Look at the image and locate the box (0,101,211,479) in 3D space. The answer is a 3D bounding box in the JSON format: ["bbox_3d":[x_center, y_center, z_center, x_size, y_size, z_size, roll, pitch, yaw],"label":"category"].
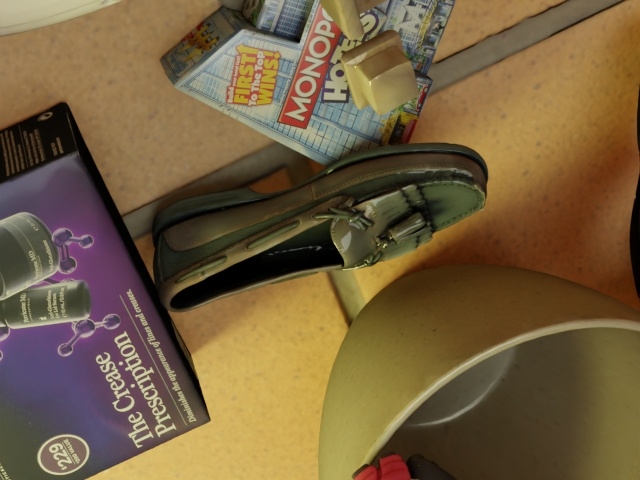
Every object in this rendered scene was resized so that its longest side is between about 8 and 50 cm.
[{"bbox_3d":[-0.218,0.057,0.877,0.184,0.103,0.261,-23,122,-3],"label":"box"}]

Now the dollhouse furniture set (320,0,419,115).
[{"bbox_3d":[0.092,-0.316,0.776,0.303,0.174,0.355,-27,136,-8],"label":"dollhouse furniture set"}]

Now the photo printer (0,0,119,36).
[{"bbox_3d":[-0.180,-0.252,0.660,0.256,0.107,0.307,-22,147,7],"label":"photo printer"}]

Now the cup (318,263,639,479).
[{"bbox_3d":[0.133,0.150,0.970,0.331,0.237,0.331,-8,119,-15],"label":"cup"}]

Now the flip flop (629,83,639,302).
[{"bbox_3d":[0.300,-0.041,0.948,0.080,0.112,0.277,1,83,7],"label":"flip flop"}]

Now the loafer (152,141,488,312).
[{"bbox_3d":[0.000,0.000,0.883,0.268,0.084,0.096,-12,139,12],"label":"loafer"}]

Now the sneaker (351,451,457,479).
[{"bbox_3d":[0.123,0.269,0.824,0.299,0.112,0.121,36,101,-32],"label":"sneaker"}]

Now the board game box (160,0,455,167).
[{"bbox_3d":[-0.009,-0.147,0.863,0.194,0.060,0.194,10,113,-25],"label":"board game box"}]
